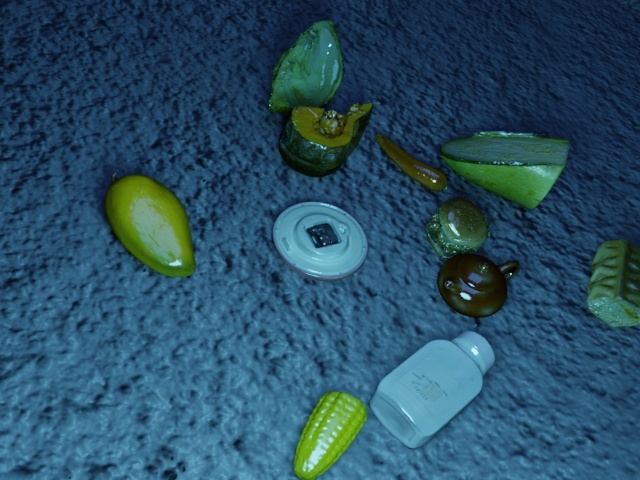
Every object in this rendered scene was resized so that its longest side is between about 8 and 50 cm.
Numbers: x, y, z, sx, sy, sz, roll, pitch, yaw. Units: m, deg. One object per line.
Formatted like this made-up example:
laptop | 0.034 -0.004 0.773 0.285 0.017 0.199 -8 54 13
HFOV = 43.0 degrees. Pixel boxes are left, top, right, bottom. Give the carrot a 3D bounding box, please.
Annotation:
carrot | 0.246 -0.219 2.286 0.271 0.062 0.066 35 82 19

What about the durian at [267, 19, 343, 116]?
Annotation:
durian | -0.038 -0.474 2.321 0.163 0.198 0.394 33 51 10

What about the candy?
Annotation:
candy | 0.010 0.402 1.656 0.106 0.094 0.199 34 55 5

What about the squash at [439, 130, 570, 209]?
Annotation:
squash | 0.507 -0.244 2.287 0.309 0.210 0.233 31 36 4

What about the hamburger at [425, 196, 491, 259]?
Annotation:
hamburger | 0.369 -0.034 2.113 0.185 0.131 0.159 -9 57 -28

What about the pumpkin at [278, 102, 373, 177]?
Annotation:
pumpkin | 0.006 -0.299 2.225 0.190 0.139 0.280 28 46 6

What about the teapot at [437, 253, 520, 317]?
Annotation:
teapot | 0.400 0.094 2.012 0.252 0.135 0.178 -16 61 -27

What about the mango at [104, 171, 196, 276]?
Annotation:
mango | -0.395 -0.040 1.899 0.177 0.119 0.316 -22 69 -34

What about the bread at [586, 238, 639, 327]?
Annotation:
bread | 0.782 0.103 2.126 0.152 0.129 0.267 20 46 6

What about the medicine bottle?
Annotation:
medicine bottle | 0.256 0.316 1.794 0.296 0.111 0.161 -33 67 -34

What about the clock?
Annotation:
clock | 0.000 -0.001 2.021 0.245 0.056 0.244 9 48 -10
